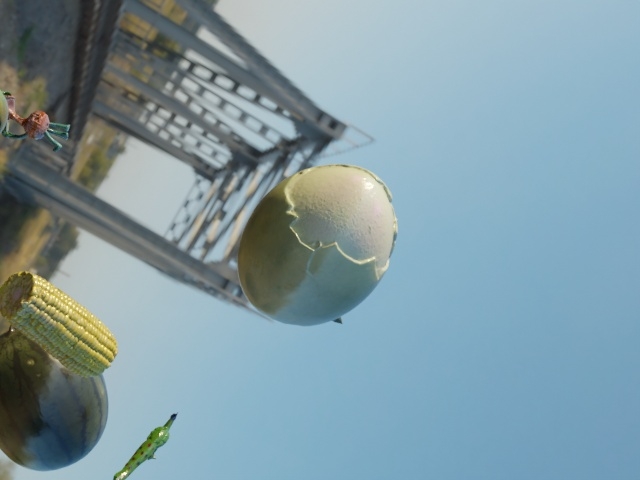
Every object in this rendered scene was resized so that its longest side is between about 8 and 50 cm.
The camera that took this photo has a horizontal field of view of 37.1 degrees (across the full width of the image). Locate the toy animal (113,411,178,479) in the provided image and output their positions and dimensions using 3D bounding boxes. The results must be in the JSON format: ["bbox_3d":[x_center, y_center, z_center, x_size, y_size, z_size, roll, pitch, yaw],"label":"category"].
[{"bbox_3d":[-0.377,0.458,2.049,0.217,0.041,0.075,-46,168,-41],"label":"toy animal"}]

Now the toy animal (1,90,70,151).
[{"bbox_3d":[-0.723,-0.286,2.336,0.100,0.208,0.103,-86,-159,-75],"label":"toy animal"}]

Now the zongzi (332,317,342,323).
[{"bbox_3d":[0.016,0.167,2.212,0.055,0.119,0.109,-43,-168,7],"label":"zongzi"}]

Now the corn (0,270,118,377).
[{"bbox_3d":[-0.408,0.133,1.496,0.093,0.244,0.093,-12,-127,16],"label":"corn"}]

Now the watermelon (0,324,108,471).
[{"bbox_3d":[-0.621,0.335,2.121,0.279,0.359,0.279,-17,-162,6],"label":"watermelon"}]

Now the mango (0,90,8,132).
[{"bbox_3d":[-0.674,-0.266,1.858,0.125,0.111,0.233,-29,160,-41],"label":"mango"}]

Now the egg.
[{"bbox_3d":[0.000,0.000,1.819,0.336,0.278,0.278,-55,-166,32],"label":"egg"}]
